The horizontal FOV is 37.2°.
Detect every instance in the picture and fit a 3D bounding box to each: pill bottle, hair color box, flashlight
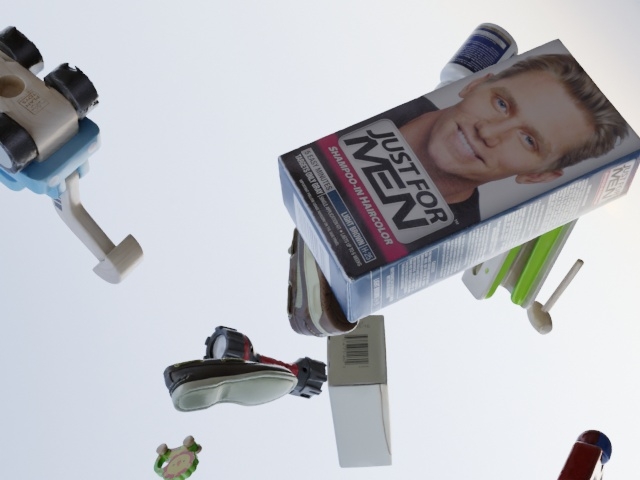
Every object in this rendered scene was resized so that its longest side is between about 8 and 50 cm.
[{"bbox_3d":[0.276,-0.306,1.726,0.094,0.169,0.094,35,163,12],"label":"pill bottle"},{"bbox_3d":[0.147,-0.069,1.022,0.173,0.347,0.105,60,168,27],"label":"hair color box"},{"bbox_3d":[-0.115,0.274,2.144,0.304,0.103,0.103,20,-122,-36],"label":"flashlight"}]

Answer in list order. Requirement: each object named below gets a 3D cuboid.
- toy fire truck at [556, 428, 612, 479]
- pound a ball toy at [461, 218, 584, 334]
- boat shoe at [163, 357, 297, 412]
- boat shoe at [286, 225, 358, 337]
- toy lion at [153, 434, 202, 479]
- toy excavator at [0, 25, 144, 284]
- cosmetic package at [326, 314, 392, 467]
[{"bbox_3d":[0.325,0.389,1.260,0.253,0.170,0.302,-60,-29,-36],"label":"toy fire truck"},{"bbox_3d":[0.422,0.016,1.916,0.208,0.319,0.135,11,-154,-23],"label":"pound a ball toy"},{"bbox_3d":[-0.142,0.221,1.526,0.228,0.081,0.068,2,-141,-37],"label":"boat shoe"},{"bbox_3d":[-0.006,-0.002,1.205,0.095,0.095,0.257,25,-121,-38],"label":"boat shoe"},{"bbox_3d":[-0.260,0.402,1.713,0.034,0.100,0.096,57,-153,-26],"label":"toy lion"},{"bbox_3d":[-0.545,-0.146,1.934,0.433,0.445,0.222,35,-118,12],"label":"toy excavator"},{"bbox_3d":[0.078,0.295,1.831,0.309,0.113,0.160,81,-173,-50],"label":"cosmetic package"}]
